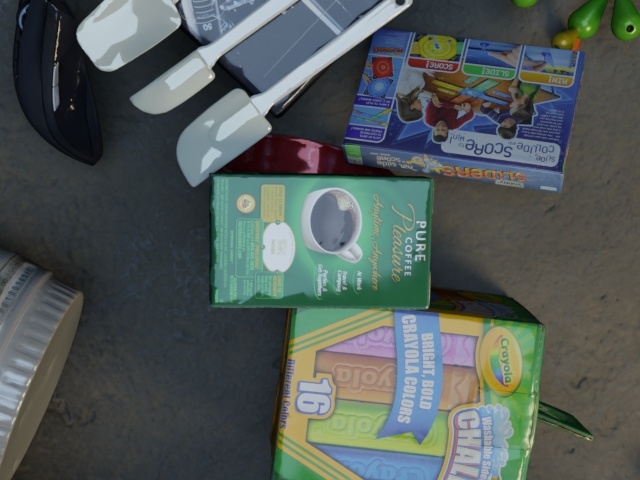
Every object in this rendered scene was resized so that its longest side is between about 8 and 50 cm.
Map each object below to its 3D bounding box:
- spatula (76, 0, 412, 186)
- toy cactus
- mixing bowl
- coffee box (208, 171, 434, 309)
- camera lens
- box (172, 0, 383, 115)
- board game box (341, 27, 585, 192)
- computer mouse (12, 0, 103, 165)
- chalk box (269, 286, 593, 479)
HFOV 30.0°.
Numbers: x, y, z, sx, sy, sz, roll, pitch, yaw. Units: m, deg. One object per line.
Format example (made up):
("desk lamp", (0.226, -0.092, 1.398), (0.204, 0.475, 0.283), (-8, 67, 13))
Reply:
("spatula", (-0.061, -0.180, 0.980), (0.242, 0.019, 0.168), (-37, 95, 6))
("toy cactus", (0.279, -0.269, 1.131), (0.219, 0.112, 0.180), (-9, 76, 2))
("mixing bowl", (-0.025, -0.026, 1.104), (0.181, 0.181, 0.098), (12, 109, -2))
("coffee box", (0.000, 0.000, 0.987), (0.184, 0.040, 0.113), (0, 95, -5))
("camera lens", (-0.379, 0.087, 1.071), (0.274, 0.219, 0.219), (21, 94, -3))
("box", (-0.033, -0.337, 1.066), (0.312, 0.179, 0.343), (43, 93, -5))
("board game box", (0.133, -0.123, 1.103), (0.201, 0.035, 0.136), (10, 64, 14))
("computer mouse", (-0.269, -0.199, 1.095), (0.060, 0.184, 0.262), (-20, 132, -21))
("chalk box", (0.105, 0.138, 1.107), (0.289, 0.180, 0.179), (6, 95, -3))
